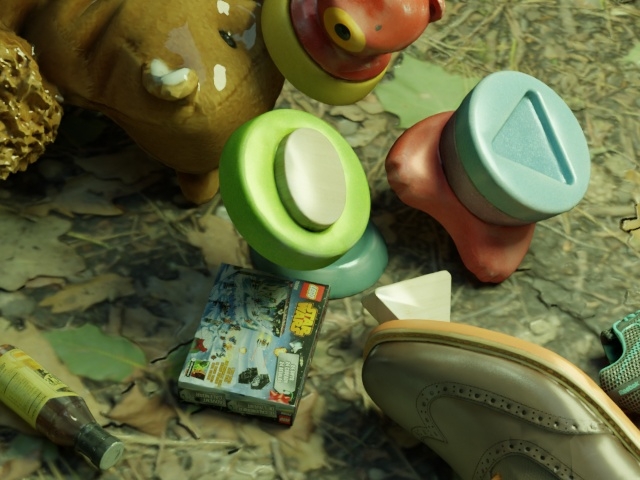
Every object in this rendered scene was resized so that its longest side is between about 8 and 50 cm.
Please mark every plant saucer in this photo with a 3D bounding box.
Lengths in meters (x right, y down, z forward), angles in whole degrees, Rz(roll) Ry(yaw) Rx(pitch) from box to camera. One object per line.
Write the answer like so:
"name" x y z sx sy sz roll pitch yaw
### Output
"plant saucer" 0.000 0.000 1.488 0.119 0.021 0.119 4 44 -4

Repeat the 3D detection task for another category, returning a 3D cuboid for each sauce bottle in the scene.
"sauce bottle" -0.200 0.127 1.314 0.128 0.042 0.042 35 50 22

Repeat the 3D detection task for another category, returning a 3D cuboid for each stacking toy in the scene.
"stacking toy" 0.080 -0.077 1.401 0.309 0.130 0.279 38 50 -17

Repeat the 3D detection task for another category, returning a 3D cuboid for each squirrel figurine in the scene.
"squirrel figurine" -0.230 -0.171 1.507 0.397 0.281 0.370 -36 68 -19

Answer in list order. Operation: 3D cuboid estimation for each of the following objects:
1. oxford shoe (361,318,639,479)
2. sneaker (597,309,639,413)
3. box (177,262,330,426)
"oxford shoe" 0.163 0.179 1.254 0.363 0.130 0.133 30 55 23
"sneaker" 0.267 0.076 1.421 0.076 0.065 0.166 14 42 12
"box" -0.051 0.081 1.392 0.094 0.027 0.137 12 44 6
